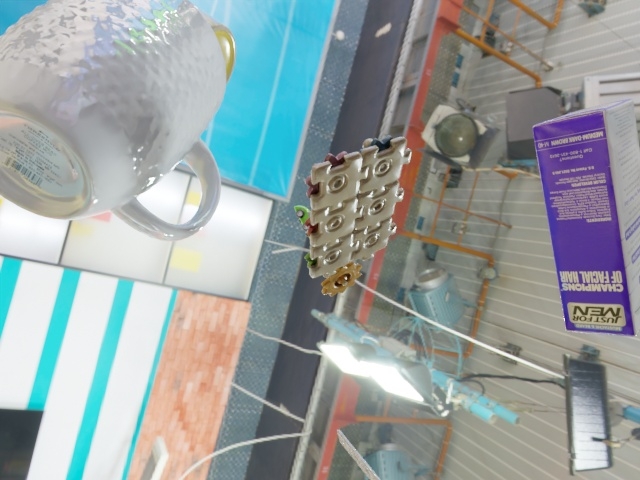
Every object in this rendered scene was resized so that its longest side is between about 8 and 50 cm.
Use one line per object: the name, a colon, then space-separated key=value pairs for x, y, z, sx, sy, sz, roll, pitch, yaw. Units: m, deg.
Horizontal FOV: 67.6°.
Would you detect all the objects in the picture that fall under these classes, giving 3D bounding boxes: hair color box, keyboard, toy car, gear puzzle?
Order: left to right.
toy car: x=0.000 y=0.000 z=1.208 sx=0.225 sy=0.053 sz=0.239 roll=63 pitch=-1 yaw=18
gear puzzle: x=0.048 y=-0.023 z=0.794 sx=0.044 sy=0.175 sz=0.339 roll=52 pitch=-26 yaw=35
keyboard: x=0.113 y=0.425 z=0.799 sx=0.014 sy=0.072 sz=0.256 roll=-38 pitch=-126 yaw=-15
hair color box: x=0.448 y=-0.040 z=0.770 sx=0.110 sy=0.185 sz=0.339 roll=-6 pitch=-78 yaw=45

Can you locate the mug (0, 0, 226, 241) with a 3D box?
mug: x=-0.292 y=-0.162 z=0.712 sx=0.276 sy=0.374 sz=0.328 roll=-21 pitch=-146 yaw=30

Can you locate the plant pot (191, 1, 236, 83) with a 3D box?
plant pot: x=-0.332 y=-0.432 z=1.065 sx=0.254 sy=0.239 sz=0.254 roll=-57 pitch=165 yaw=-24
